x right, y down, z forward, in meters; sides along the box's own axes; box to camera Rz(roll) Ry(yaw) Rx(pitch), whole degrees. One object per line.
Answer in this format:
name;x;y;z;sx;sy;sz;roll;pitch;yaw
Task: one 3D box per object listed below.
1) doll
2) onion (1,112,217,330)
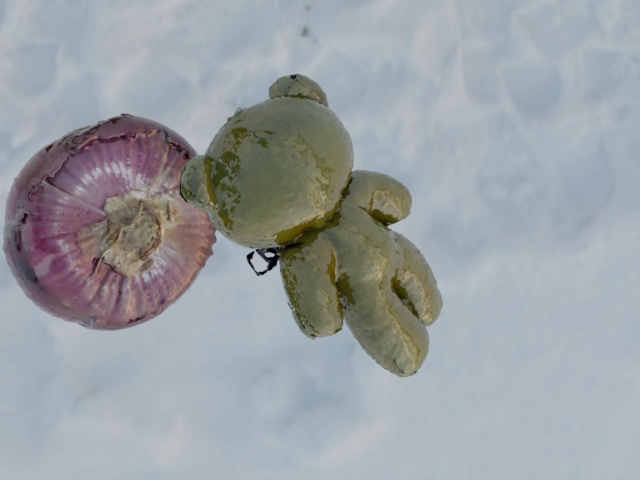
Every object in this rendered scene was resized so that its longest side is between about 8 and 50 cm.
doll;0.000;0.000;0.806;0.097;0.137;0.209;-11;123;49
onion;-0.229;-0.023;1.311;0.230;0.163;0.230;-8;105;-32
